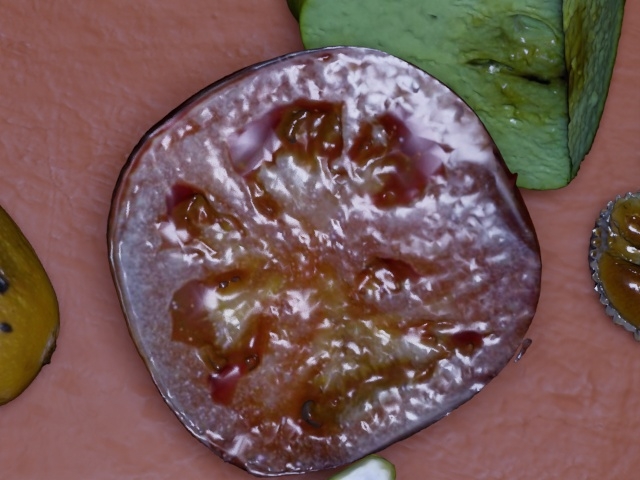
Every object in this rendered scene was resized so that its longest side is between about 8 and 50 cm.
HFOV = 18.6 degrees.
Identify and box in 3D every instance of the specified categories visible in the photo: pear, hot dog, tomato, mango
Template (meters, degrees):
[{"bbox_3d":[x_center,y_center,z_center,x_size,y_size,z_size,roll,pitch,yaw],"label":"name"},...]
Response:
[{"bbox_3d":[0.105,-0.193,1.562,0.292,0.292,0.159,22,44,-1],"label":"pear"},{"bbox_3d":[0.350,0.025,1.607,0.267,0.075,0.144,0,80,-7],"label":"hot dog"},{"bbox_3d":[0.003,0.003,1.532,0.338,0.144,0.338,0,99,2],"label":"tomato"},{"bbox_3d":[-0.335,0.015,1.529,0.295,0.120,0.177,38,79,1],"label":"mango"}]

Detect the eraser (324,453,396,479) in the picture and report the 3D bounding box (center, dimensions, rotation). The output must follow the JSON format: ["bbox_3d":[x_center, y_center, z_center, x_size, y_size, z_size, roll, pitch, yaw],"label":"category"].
[{"bbox_3d":[0.048,0.247,1.479,0.069,0.226,0.158,-26,83,-10],"label":"eraser"}]
